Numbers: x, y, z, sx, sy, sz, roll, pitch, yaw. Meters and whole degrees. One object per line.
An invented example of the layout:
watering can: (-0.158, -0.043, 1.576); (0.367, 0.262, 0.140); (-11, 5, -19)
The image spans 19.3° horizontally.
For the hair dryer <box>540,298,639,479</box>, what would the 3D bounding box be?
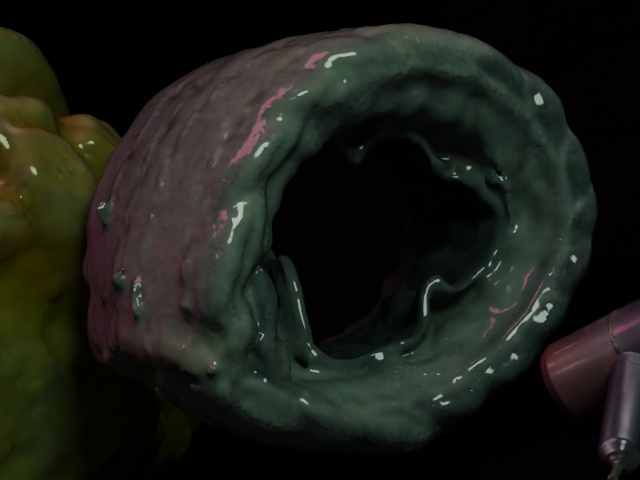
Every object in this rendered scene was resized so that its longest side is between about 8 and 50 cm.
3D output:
hair dryer: (0.120, 0.068, 0.769); (0.063, 0.037, 0.114); (-30, 18, 26)

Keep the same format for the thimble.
thimble: (0.000, 0.000, 0.937); (0.250, 0.205, 0.172); (-28, 15, -24)

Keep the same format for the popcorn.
popcorn: (-0.196, 0.069, 1.037); (0.292, 0.294, 0.334); (-12, -33, -12)
